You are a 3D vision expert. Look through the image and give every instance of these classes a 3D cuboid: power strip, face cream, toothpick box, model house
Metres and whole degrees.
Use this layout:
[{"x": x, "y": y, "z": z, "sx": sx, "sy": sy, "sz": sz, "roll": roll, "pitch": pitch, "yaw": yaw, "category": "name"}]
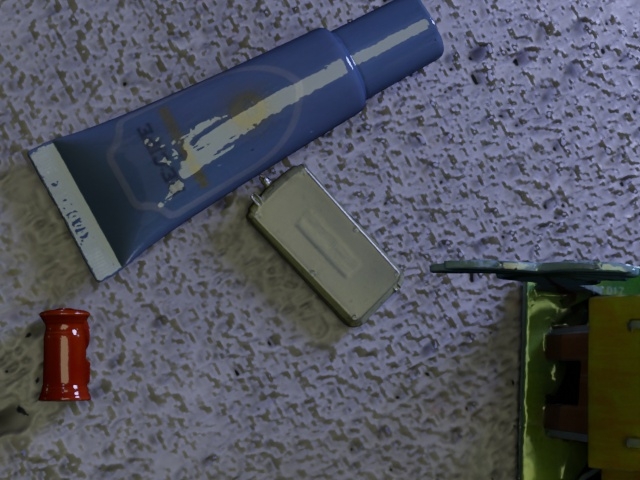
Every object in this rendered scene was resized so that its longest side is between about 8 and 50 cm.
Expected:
[{"x": 0.000, "y": 0.000, "z": 1.307, "sx": 0.076, "sy": 0.028, "sz": 0.169, "roll": -43, "pitch": 96, "yaw": -12, "category": "power strip"}, {"x": -0.067, "y": -0.112, "z": 1.278, "sx": 0.385, "sy": 0.086, "sz": 0.135, "roll": -29, "pitch": 89, "yaw": -8, "category": "face cream"}, {"x": -0.228, "y": 0.102, "z": 1.241, "sx": 0.047, "sy": 0.047, "sz": 0.083, "roll": 1, "pitch": 84, "yaw": -12, "category": "toothpick box"}, {"x": 0.258, "y": 0.156, "z": 1.195, "sx": 0.340, "sy": 0.323, "sz": 0.300, "roll": 3, "pitch": 84, "yaw": -11, "category": "model house"}]
